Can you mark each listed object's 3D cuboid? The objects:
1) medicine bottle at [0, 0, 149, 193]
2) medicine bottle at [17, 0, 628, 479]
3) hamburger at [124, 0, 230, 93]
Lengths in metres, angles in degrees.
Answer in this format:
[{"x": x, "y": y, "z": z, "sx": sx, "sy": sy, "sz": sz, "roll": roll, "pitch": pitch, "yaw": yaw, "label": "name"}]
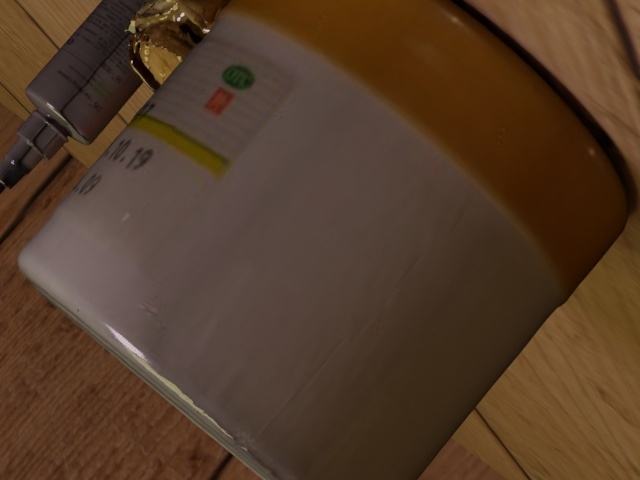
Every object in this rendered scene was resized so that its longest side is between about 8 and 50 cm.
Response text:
[{"x": -0.151, "y": -0.106, "z": 1.129, "sx": 0.057, "sy": 0.199, "sz": 0.057, "roll": 38, "pitch": 171, "yaw": 7, "label": "medicine bottle"}, {"x": 0.000, "y": 0.000, "z": 0.896, "sx": 0.238, "sy": 0.232, "sz": 0.238, "roll": 40, "pitch": 172, "yaw": 7, "label": "medicine bottle"}, {"x": -0.035, "y": -0.099, "z": 1.085, "sx": 0.176, "sy": 0.087, "sz": 0.102, "roll": 48, "pitch": 159, "yaw": -12, "label": "hamburger"}]
